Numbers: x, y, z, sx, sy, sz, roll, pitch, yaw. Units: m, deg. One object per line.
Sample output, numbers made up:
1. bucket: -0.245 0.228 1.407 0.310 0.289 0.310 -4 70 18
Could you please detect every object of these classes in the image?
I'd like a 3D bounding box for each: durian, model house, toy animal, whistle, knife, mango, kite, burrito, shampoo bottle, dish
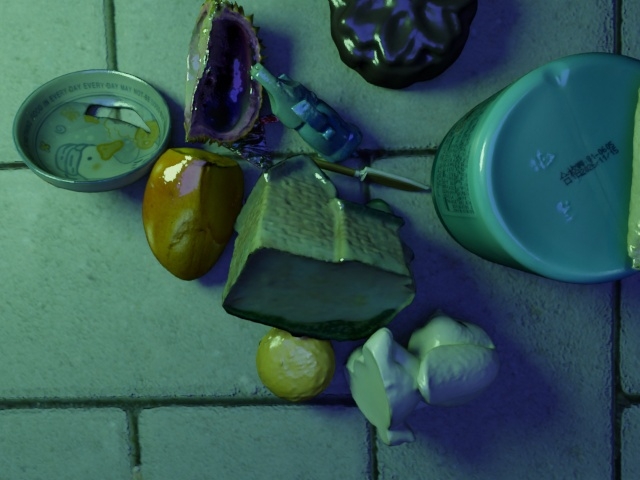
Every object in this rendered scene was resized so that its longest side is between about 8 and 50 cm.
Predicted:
1. durian: -0.197 -0.310 0.970 0.186 0.153 0.260 28 101 38
2. model house: 0.000 -0.001 0.941 0.298 0.243 0.284 16 51 -19
3. toy animal: 0.203 0.244 0.967 0.265 0.272 0.206 -14 69 -19
4. whistle: -0.020 -0.233 0.960 0.093 0.180 0.269 -44 126 13
5. knife: 0.089 -0.126 1.002 0.256 0.046 0.022 13 66 -11
6. mango: -0.249 -0.042 0.981 0.138 0.187 0.257 29 106 33
7. kite: -0.147 -0.229 1.038 0.189 0.009 0.232 -12 94 1
8. burrito: 0.441 -0.095 0.664 0.082 0.059 0.275 -2 93 -6
9. shampoo bottle: 0.376 -0.108 0.864 0.331 0.343 0.331 0 93 2
10. dish: -0.420 -0.185 0.994 0.273 0.134 0.273 4 61 -7

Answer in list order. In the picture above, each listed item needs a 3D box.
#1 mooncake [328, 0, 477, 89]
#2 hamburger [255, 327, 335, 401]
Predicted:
1. mooncake: 0.148 -0.431 0.953 0.283 0.141 0.283 0 92 -1
2. hamburger: -0.046 0.232 1.012 0.162 0.115 0.162 0 94 4
